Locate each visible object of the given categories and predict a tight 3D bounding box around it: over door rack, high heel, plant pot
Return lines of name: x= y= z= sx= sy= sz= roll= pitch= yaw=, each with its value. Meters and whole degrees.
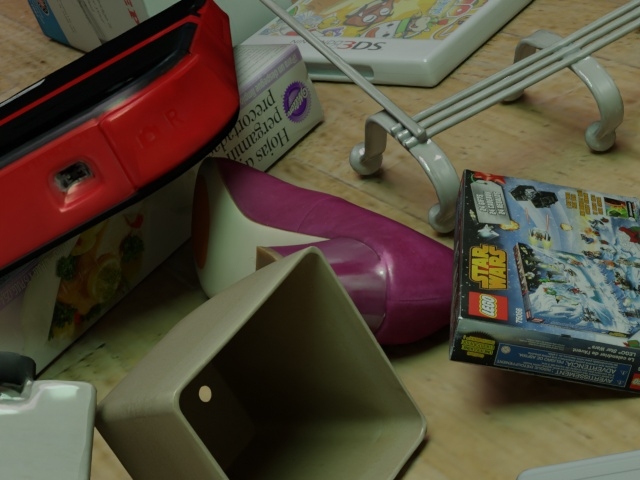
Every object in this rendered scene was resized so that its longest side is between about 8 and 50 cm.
over door rack: x=0.095 y=-0.156 z=0.905 sx=0.240 sy=0.108 sz=0.324 roll=-28 pitch=50 yaw=-11
high heel: x=0.000 y=0.000 z=0.791 sx=0.117 sy=0.082 sz=0.244 roll=0 pitch=9 yaw=-19
plant pot: x=-0.037 y=0.082 z=0.630 sx=0.096 sy=0.109 sz=0.109 roll=-12 pitch=27 yaw=45

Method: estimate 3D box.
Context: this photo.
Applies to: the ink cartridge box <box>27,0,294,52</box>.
ink cartridge box: x=-0.176 y=-0.277 z=1.204 sx=0.129 sy=0.223 sz=0.307 roll=-33 pitch=30 yaw=-20

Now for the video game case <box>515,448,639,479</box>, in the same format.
video game case: x=0.219 y=0.149 z=0.403 sx=0.329 sy=0.036 sz=0.300 roll=-12 pitch=30 yaw=15

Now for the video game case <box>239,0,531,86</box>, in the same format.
video game case: x=0.072 y=-0.191 z=1.093 sx=0.206 sy=0.026 sz=0.227 roll=10 pitch=41 yaw=43

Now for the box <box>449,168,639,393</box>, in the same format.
box: x=0.111 y=0.016 z=0.673 sx=0.094 sy=0.027 sz=0.137 roll=10 pitch=33 yaw=1

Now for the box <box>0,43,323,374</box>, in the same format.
box: x=-0.122 y=-0.022 z=0.897 sx=0.067 sy=0.063 sz=0.324 roll=6 pitch=39 yaw=41

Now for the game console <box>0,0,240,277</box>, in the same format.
game console: x=-0.227 y=-0.031 z=0.897 sx=0.387 sy=0.060 sz=0.342 roll=-28 pitch=16 yaw=5

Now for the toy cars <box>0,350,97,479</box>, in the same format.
toy cars: x=-0.272 y=0.165 z=0.613 sx=0.394 sy=0.176 sz=0.087 roll=-37 pitch=-12 yaw=-9
